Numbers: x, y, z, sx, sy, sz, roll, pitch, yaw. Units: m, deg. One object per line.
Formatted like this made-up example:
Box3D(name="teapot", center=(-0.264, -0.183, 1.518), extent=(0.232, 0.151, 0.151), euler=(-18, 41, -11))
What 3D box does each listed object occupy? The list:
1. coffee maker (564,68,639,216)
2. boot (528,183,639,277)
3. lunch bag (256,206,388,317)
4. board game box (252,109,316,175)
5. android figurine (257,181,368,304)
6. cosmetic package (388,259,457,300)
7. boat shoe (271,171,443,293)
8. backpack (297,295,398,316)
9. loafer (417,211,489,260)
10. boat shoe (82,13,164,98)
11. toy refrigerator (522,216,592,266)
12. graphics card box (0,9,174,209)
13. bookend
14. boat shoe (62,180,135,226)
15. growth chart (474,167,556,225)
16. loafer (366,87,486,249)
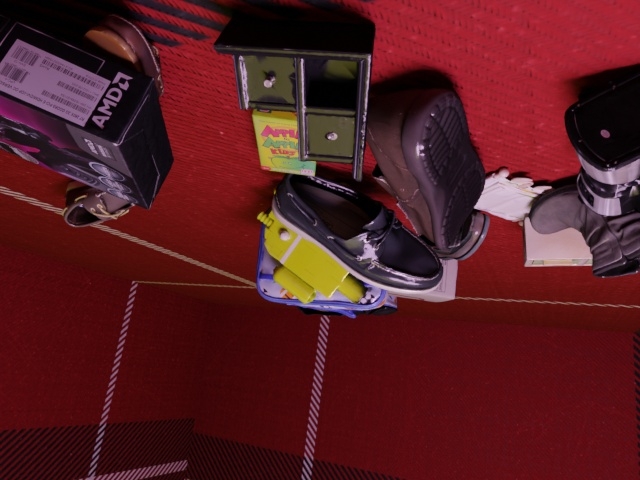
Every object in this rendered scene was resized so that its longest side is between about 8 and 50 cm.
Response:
Box3D(name="coffee maker", center=(0.388, -0.108, 0.551), extent=(0.171, 0.120, 0.178), euler=(-3, 163, 32))
Box3D(name="boot", center=(0.430, -0.014, 0.757), extent=(0.084, 0.161, 0.246), euler=(9, 159, -13))
Box3D(name="lunch bag", center=(0.016, 0.041, 1.043), extent=(0.304, 0.242, 0.115), euler=(3, 170, 12))
Box3D(name="board game box", center=(-0.048, -0.157, 0.723), extent=(0.092, 0.043, 0.181), euler=(8, 165, -1))
Box3D(name="android figurine", center=(0.000, 0.000, 0.949), extent=(0.273, 0.248, 0.056), euler=(38, -168, 4))
Box3D(name="cosmetic package", center=(0.194, 0.067, 1.246), extent=(0.297, 0.153, 0.129), euler=(10, 167, -6))
Box3D(name="boat shoe", center=(0.072, -0.026, 0.830), extent=(0.340, 0.127, 0.113), euler=(34, 149, 9))
Box3D(name="backpack", center=(0.105, 0.134, 1.425), extent=(0.277, 0.212, 0.264), euler=(10, 176, -39))
Box3D(name="loafer", center=(0.281, -0.008, 1.044), extent=(0.084, 0.096, 0.267), euler=(19, 168, 0))
Box3D(name="boat shoe", center=(-0.227, -0.208, 0.569), extent=(0.073, 0.073, 0.207), euler=(35, 163, -11))
Box3D(name="toy refrigerator", center=(0.536, 0.004, 0.907), extent=(0.270, 0.094, 0.102), euler=(-2, 169, 19))
Box3D(name="graphics card box", center=(-0.372, -0.175, 0.562), extent=(0.371, 0.094, 0.233), euler=(22, 163, -7))
Box3D(name="bookend", center=(-0.023, -0.156, 0.534), extent=(0.158, 0.072, 0.156), euler=(6, 136, 5))
Box3D(name="boat shoe", center=(-0.483, -0.091, 1.070), extent=(0.325, 0.096, 0.117), euler=(-5, 161, 39))
Box3D(name="growth chart", center=(0.367, -0.074, 0.882), extent=(0.238, 0.021, 0.172), euler=(15, 163, -26))
Box3D(name="loafer", center=(0.154, -0.107, 0.710), extent=(0.130, 0.133, 0.366), euler=(30, 168, 31))
